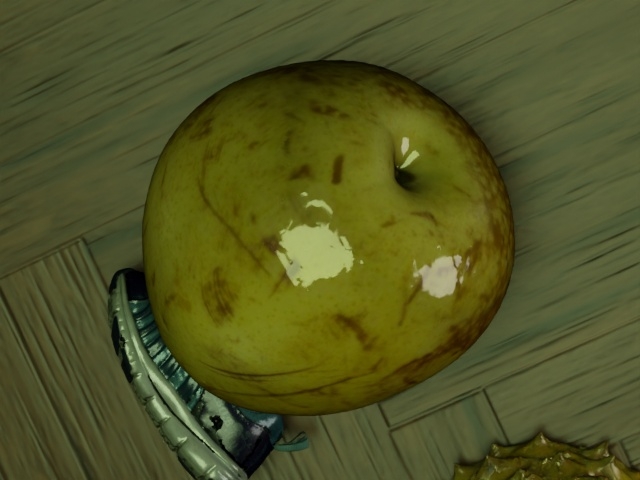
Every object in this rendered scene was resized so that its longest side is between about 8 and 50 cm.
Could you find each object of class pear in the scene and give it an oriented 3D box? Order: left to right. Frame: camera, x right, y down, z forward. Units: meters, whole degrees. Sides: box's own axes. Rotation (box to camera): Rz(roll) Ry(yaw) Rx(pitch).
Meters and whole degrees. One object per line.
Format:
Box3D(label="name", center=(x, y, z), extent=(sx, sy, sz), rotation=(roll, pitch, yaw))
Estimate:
Box3D(label="pear", center=(0.000, 0.000, 1.375), extent=(0.281, 0.281, 0.280), rotation=(1, 95, 8))

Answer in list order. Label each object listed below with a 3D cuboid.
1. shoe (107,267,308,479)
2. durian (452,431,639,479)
Box3D(label="shoe", center=(-0.100, 0.106, 1.494), extent=(0.106, 0.091, 0.207), rotation=(-36, 85, -13))
Box3D(label="durian", center=(0.190, 0.253, 1.458), extent=(0.305, 0.185, 0.195), rotation=(2, 72, 16))
